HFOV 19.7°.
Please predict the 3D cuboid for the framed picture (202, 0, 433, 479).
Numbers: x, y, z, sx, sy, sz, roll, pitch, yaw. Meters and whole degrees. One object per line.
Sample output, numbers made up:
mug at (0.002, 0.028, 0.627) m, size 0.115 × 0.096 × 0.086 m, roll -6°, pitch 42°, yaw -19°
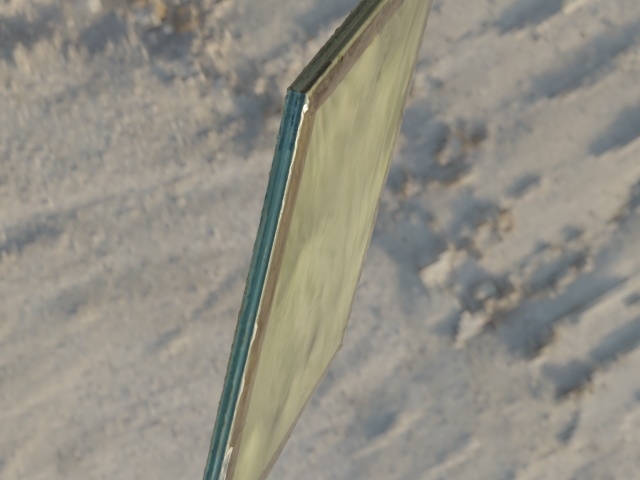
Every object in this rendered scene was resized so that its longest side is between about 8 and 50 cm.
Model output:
framed picture at (0.000, 0.000, 0.713) m, size 0.010 × 0.173 × 0.231 m, roll 21°, pitch 125°, yaw 10°
